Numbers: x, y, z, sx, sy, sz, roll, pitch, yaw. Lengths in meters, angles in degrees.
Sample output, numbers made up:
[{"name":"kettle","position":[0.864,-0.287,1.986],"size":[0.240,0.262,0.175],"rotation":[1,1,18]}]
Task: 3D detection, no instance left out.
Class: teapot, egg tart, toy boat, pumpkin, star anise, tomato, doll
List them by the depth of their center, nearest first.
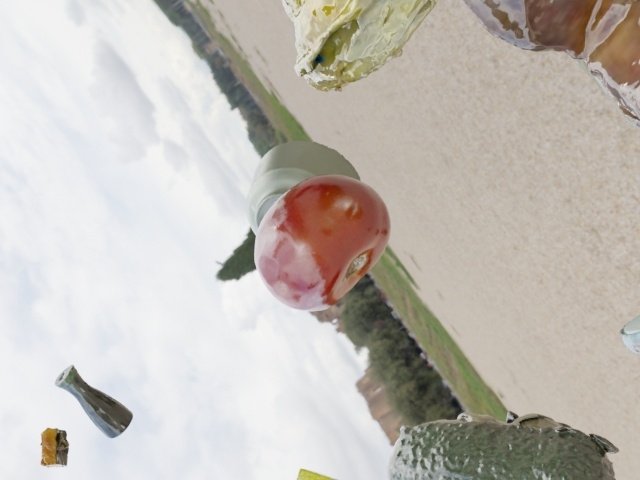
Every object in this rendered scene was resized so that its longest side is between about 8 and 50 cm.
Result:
[{"name":"star anise","position":[0.170,-0.129,0.351],"size":[0.208,0.063,0.172],"rotation":[44,-138,20]},{"name":"egg tart","position":[0.065,-0.344,0.654],"size":[0.169,0.388,0.388],"rotation":[33,-171,-15]},{"name":"teapot","position":[-0.286,0.199,0.769],"size":[0.111,0.043,0.043],"rotation":[56,-178,-27]},{"name":"tomato","position":[0.000,0.000,0.817],"size":[0.136,0.195,0.195],"rotation":[39,178,21]},{"name":"doll","position":[0.281,0.372,0.954],"size":[0.247,0.349,0.247],"rotation":[16,-113,-44]},{"name":"toy boat","position":[0.696,0.173,1.218],"size":[0.079,0.134,0.208],"rotation":[50,144,8]},{"name":"pumpkin","position":[-0.572,0.449,1.332],"size":[0.074,0.054,0.083],"rotation":[96,165,-70]}]

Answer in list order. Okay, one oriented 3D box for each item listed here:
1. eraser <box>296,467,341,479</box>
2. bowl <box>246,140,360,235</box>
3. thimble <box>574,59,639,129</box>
[{"name":"eraser","position":[0.022,0.310,0.659],"size":[0.122,0.097,0.045],"rotation":[1,156,36]},{"name":"bowl","position":[-0.038,-0.051,1.031],"size":[0.211,0.211,0.112],"rotation":[53,-147,-13]},{"name":"thimble","position":[0.343,-0.236,0.536],"size":[0.195,0.291,0.291],"rotation":[63,-173,25]}]
